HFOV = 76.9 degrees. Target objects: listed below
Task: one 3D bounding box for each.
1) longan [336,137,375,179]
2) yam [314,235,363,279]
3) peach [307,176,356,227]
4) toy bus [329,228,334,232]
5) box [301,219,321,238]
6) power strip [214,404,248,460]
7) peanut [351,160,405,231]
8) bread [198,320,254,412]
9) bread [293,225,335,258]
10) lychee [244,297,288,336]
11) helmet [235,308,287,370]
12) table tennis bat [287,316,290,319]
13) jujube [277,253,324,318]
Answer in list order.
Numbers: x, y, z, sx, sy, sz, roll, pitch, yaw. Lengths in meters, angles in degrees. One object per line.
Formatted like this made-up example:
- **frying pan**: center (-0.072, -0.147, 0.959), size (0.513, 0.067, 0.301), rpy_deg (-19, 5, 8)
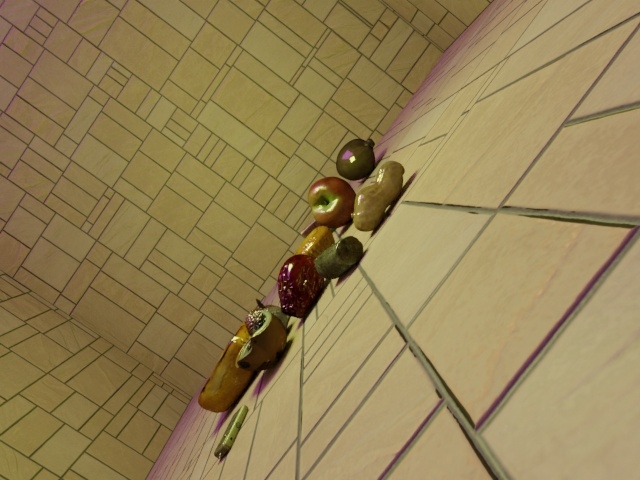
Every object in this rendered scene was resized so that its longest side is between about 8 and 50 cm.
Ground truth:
- **longan**: center (0.236, -0.515, 2.556), size (0.300, 0.243, 0.301), rpy_deg (-41, 29, 28)
- **yam**: center (0.055, 0.058, 1.266), size (0.107, 0.107, 0.183), rpy_deg (-58, 8, -35)
- **peach**: center (0.064, -0.183, 1.927), size (0.253, 0.252, 0.252), rpy_deg (-53, 5, 7)
- **toy bus**: center (0.055, -0.075, 2.342), size (0.072, 0.057, 0.172), rpy_deg (-65, 9, -26)
- **box**: center (-0.008, -0.104, 2.316), size (0.224, 0.069, 0.120), rpy_deg (-44, 3, 15)
- **power strip**: center (-0.267, 0.573, 1.203), size (0.076, 0.028, 0.169), rpy_deg (-51, 6, 26)
- **peanut**: center (0.190, -0.145, 1.303), size (0.263, 0.117, 0.101), rpy_deg (-52, 26, -7)
- **bread**: center (-0.338, 0.506, 1.644), size (0.337, 0.147, 0.328), rpy_deg (-59, 2, 0)
- **bread**: center (-0.021, 0.043, 1.797), size (0.240, 0.139, 0.240), rpy_deg (-53, 5, 7)
- **lychee**: center (-0.204, 0.307, 1.528), size (0.164, 0.198, 0.165), rpy_deg (-11, 5, 1)
- **helmet**: center (-0.188, 0.352, 1.354), size (0.225, 0.129, 0.198), rpy_deg (-58, 5, 30)
- **table tennis bat**: center (-0.132, 0.305, 1.770), size (0.173, 0.022, 0.301), rpy_deg (-53, 3, 22)
- **jujube**: center (-0.075, 0.164, 1.447), size (0.168, 0.167, 0.237), rpy_deg (134, 153, -58)
